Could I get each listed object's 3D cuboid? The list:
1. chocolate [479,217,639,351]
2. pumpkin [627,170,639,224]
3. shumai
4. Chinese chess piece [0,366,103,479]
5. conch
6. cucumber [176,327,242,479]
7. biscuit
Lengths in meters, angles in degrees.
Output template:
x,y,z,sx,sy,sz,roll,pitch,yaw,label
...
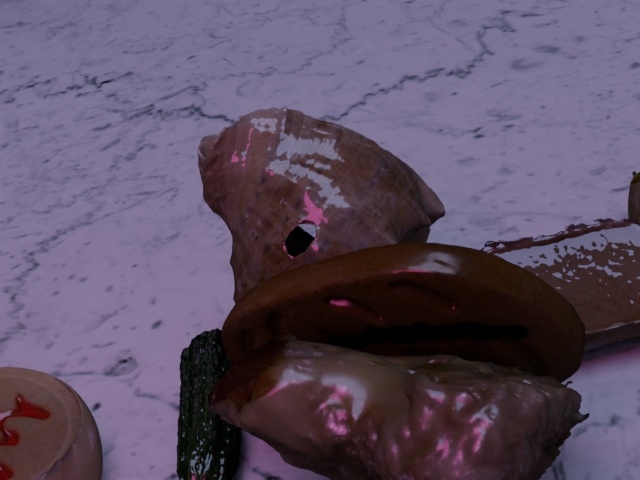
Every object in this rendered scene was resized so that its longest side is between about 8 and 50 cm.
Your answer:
x,y,z,sx,sy,sz,roll,pitch,yaw,label
0.274,0.070,1.767,0.261,0.083,0.161,-10,49,0,chocolate
0.458,-0.077,1.864,0.217,0.110,0.217,-20,14,6,pumpkin
0.068,0.153,1.442,0.283,0.346,0.217,38,84,10,shumai
-0.353,0.239,1.652,0.250,0.103,0.249,-5,33,3,Chinese chess piece
0.004,0.005,1.725,0.263,0.324,0.186,-39,27,3,conch
-0.117,0.189,1.693,0.077,0.077,0.265,-9,33,1,cucumber
0.088,0.115,1.576,0.367,0.314,0.063,-18,47,39,biscuit
